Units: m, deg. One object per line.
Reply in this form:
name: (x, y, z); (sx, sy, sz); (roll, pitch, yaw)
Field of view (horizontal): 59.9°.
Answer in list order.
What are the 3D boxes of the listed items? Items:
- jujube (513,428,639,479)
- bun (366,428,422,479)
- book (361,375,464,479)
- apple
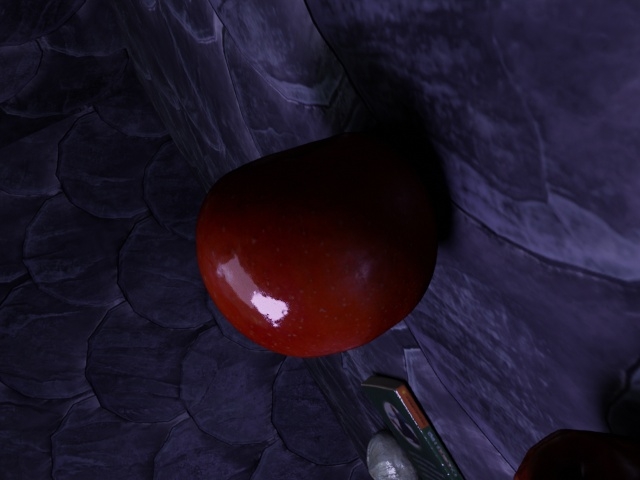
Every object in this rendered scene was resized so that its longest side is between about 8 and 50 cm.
jujube: (0.247, 0.277, 0.459); (0.250, 0.174, 0.174); (60, 168, -16)
bun: (0.194, 0.629, 1.554); (0.195, 0.118, 0.195); (55, 169, 15)
book: (0.234, 0.471, 1.231); (0.370, 0.043, 0.260); (58, 165, 3)
apple: (0.000, 0.000, 0.618); (0.216, 0.261, 0.260); (68, 166, -15)
